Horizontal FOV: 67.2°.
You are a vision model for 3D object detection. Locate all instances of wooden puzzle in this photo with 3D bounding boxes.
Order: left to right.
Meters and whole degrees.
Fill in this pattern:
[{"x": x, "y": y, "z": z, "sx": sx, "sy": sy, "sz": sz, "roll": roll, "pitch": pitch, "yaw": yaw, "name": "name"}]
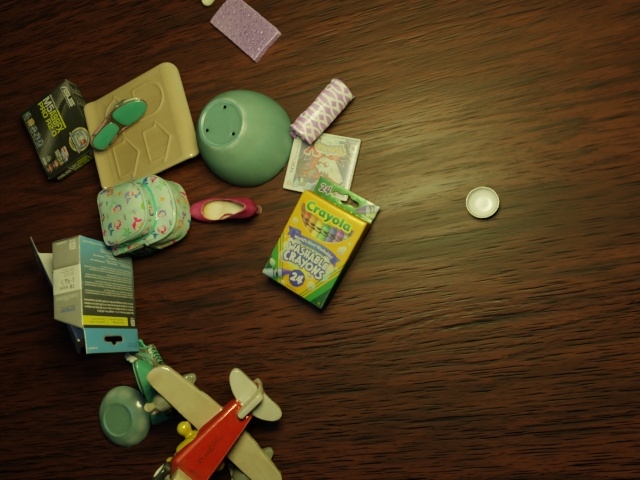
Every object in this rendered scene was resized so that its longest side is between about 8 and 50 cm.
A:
[{"x": -0.562, "y": -0.350, "z": 1.533, "sx": 0.348, "sy": 0.080, "sz": 0.322, "roll": -19, "pitch": 81, "yaw": 14, "name": "wooden puzzle"}]

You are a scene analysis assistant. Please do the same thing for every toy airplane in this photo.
[{"x": -0.301, "y": 0.540, "z": 1.361, "sx": 0.385, "sy": 0.272, "sz": 0.386, "roll": 2, "pitch": 76, "yaw": -23, "name": "toy airplane"}]

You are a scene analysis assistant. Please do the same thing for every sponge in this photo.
[{"x": -0.233, "y": -0.660, "z": 1.495, "sx": 0.210, "sy": 0.031, "sz": 0.117, "roll": 44, "pitch": 98, "yaw": 12, "name": "sponge"}]

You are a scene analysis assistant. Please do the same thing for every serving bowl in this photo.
[{"x": 0.434, "y": -0.101, "z": 1.295, "sx": 0.083, "sy": 0.027, "sz": 0.083, "roll": -1, "pitch": 87, "yaw": 14, "name": "serving bowl"}]

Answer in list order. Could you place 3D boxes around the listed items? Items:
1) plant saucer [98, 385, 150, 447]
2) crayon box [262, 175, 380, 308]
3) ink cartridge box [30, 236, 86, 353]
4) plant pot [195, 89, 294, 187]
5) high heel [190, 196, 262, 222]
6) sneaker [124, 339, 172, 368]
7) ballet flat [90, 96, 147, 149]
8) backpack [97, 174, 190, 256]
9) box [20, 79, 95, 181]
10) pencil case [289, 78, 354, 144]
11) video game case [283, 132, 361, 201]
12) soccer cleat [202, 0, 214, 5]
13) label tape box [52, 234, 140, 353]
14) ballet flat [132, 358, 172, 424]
[{"x": -0.636, "y": 0.566, "z": 1.536, "sx": 0.195, "sy": 0.037, "sz": 0.194, "roll": -1, "pitch": 87, "yaw": 14, "name": "plant saucer"}, {"x": 0.000, "y": 0.000, "z": 1.362, "sx": 0.203, "sy": 0.083, "sz": 0.323, "roll": 30, "pitch": 99, "yaw": 14, "name": "crayon box"}, {"x": -0.820, "y": 0.171, "z": 1.538, "sx": 0.069, "sy": 0.176, "sz": 0.371, "roll": -26, "pitch": 80, "yaw": -33, "name": "ink cartridge box"}, {"x": -0.245, "y": -0.313, "z": 1.396, "sx": 0.290, "sy": 0.195, "sz": 0.290, "roll": -1, "pitch": 87, "yaw": 15, "name": "plant pot"}, {"x": -0.304, "y": -0.093, "z": 1.440, "sx": 0.244, "sy": 0.117, "sz": 0.082, "roll": 5, "pitch": 89, "yaw": 15, "name": "high heel"}, {"x": -0.532, "y": 0.364, "z": 1.508, "sx": 0.167, "sy": 0.065, "sz": 0.076, "roll": 21, "pitch": 88, "yaw": 12, "name": "sneaker"}, {"x": -0.627, "y": -0.372, "z": 1.481, "sx": 0.221, "sy": 0.077, "sz": 0.079, "roll": -41, "pitch": 50, "yaw": 10, "name": "ballet flat"}, {"x": -0.533, "y": -0.081, "z": 1.465, "sx": 0.254, "sy": 0.191, "sz": 0.225, "roll": -16, "pitch": 79, "yaw": 11, "name": "backpack"}, {"x": -0.870, "y": -0.369, "z": 1.630, "sx": 0.216, "sy": 0.060, "sz": 0.270, "roll": -30, "pitch": 81, "yaw": 12, "name": "box"}, {"x": 0.002, "y": -0.370, "z": 1.380, "sx": 0.206, "sy": 0.086, "sz": 0.088, "roll": -47, "pitch": 40, "yaw": -3, "name": "pencil case"}, {"x": 0.003, "y": -0.223, "z": 1.415, "sx": 0.201, "sy": 0.023, "sz": 0.183, "roll": 13, "pitch": 91, "yaw": 15, "name": "video game case"}, {"x": -0.312, "y": -0.825, "z": 1.507, "sx": 0.076, "sy": 0.068, "sz": 0.196, "roll": 25, "pitch": 91, "yaw": 11, "name": "soccer cleat"}, {"x": -0.665, "y": 0.174, "z": 1.435, "sx": 0.106, "sy": 0.240, "sz": 0.333, "roll": -13, "pitch": 76, "yaw": 13, "name": "label tape box"}, {"x": -0.495, "y": 0.448, "z": 1.452, "sx": 0.087, "sy": 0.083, "sz": 0.247, "roll": -11, "pitch": 117, "yaw": -13, "name": "ballet flat"}]
